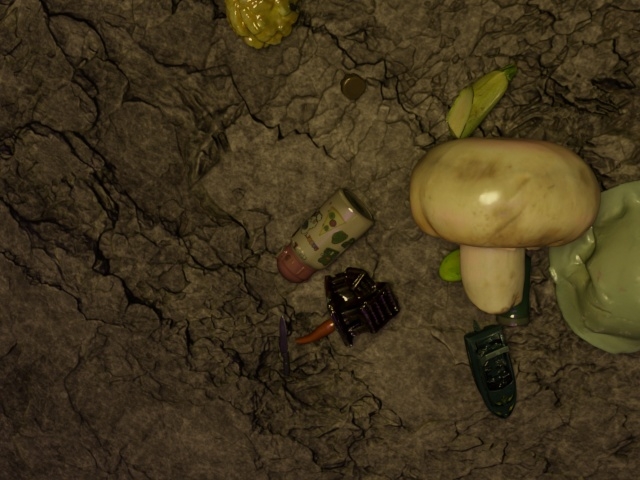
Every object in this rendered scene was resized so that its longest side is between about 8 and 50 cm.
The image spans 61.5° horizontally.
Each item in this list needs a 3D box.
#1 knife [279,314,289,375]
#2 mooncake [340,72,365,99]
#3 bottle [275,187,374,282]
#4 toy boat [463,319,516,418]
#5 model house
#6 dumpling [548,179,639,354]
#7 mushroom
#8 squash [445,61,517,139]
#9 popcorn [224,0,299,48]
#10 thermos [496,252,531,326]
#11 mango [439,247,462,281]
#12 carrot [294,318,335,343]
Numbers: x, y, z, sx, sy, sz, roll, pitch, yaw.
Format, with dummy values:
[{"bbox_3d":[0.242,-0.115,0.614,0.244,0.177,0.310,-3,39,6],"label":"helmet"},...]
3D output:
[{"bbox_3d":[-0.096,0.277,1.415,0.023,0.010,0.170,-2,101,7],"label":"knife"},{"bbox_3d":[-0.020,-0.441,1.132,0.150,0.057,0.346,-27,117,-7],"label":"mooncake"},{"bbox_3d":[0.000,0.000,1.270,0.253,0.120,0.120,-43,91,17],"label":"bottle"},{"bbox_3d":[0.408,0.313,1.264,0.093,0.103,0.246,-20,104,-8],"label":"toy boat"},{"bbox_3d":[0.099,0.143,1.287,0.152,0.106,0.165,-23,101,19],"label":"model house"},{"bbox_3d":[0.634,0.066,1.112,0.212,0.270,0.320,27,84,-17],"label":"dumpling"},{"bbox_3d":[0.351,-0.073,1.090,0.353,0.353,0.325,-42,48,18],"label":"mushroom"},{"bbox_3d":[0.340,-0.307,1.145,0.075,0.090,0.200,37,102,-7],"label":"squash"},{"bbox_3d":[-0.121,-0.508,1.171,0.174,0.142,0.173,-2,96,-16],"label":"popcorn"},{"bbox_3d":[0.434,0.094,1.220,0.083,0.073,0.187,6,104,33],"label":"thermos"},{"bbox_3d":[0.323,0.057,1.242,0.108,0.056,0.073,-36,88,21],"label":"mango"},{"bbox_3d":[-0.007,0.236,1.374,0.142,0.035,0.035,-33,94,22],"label":"carrot"}]
